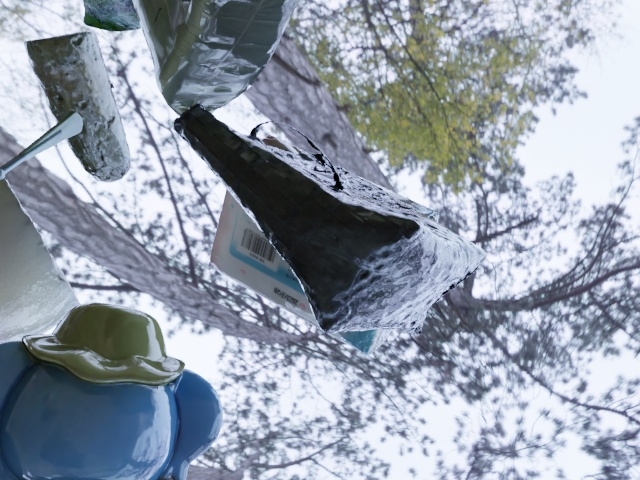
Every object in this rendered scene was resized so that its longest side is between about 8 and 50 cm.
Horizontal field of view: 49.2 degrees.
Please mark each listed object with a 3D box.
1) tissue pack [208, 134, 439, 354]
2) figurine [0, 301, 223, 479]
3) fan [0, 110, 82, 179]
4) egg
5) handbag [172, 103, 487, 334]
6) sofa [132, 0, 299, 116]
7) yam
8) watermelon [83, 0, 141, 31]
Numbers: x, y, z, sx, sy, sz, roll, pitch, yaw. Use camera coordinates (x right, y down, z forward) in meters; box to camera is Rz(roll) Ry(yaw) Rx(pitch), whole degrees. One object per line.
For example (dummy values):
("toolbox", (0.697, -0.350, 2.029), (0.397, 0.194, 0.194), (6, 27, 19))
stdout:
("tissue pack", (-0.001, 0.002, 0.938), (0.271, 0.124, 0.201), (27, -61, 17))
("figurine", (-0.197, 0.174, 0.542), (0.180, 0.154, 0.262), (19, -111, 14))
("fan", (-0.441, -0.148, 1.099), (0.016, 0.038, 0.193), (6, -142, 26))
("egg", (-0.716, 0.076, 1.410), (0.340, 0.354, 0.354), (-32, -114, -20))
("handbag", (0.018, -0.018, 0.520), (0.175, 0.270, 0.088), (46, -76, 23))
("sofa", (-0.120, -0.230, 0.491), (0.176, 0.225, 0.210), (-8, -114, -33))
("yam", (-0.443, -0.252, 1.326), (0.133, 0.330, 0.133), (-7, -140, 6))
("watermelon", (-0.312, -0.381, 1.105), (0.155, 0.101, 0.080), (21, -105, 14))
